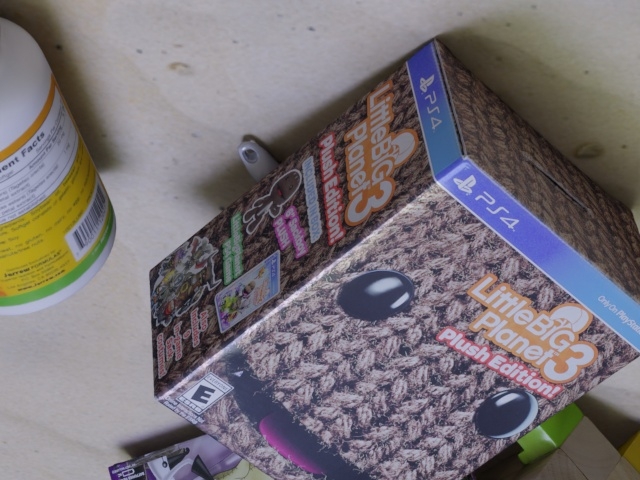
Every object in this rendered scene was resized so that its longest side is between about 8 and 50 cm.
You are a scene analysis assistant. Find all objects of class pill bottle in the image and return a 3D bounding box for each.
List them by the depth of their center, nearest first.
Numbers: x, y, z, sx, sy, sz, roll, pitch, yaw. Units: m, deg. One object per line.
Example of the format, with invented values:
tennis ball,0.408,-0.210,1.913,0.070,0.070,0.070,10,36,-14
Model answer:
pill bottle,-0.242,-0.072,1.334,0.136,0.136,0.245,-3,139,14

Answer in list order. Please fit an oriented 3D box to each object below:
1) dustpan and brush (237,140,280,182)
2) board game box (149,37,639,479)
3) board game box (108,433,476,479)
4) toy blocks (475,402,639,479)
dustpan and brush,0.000,0.000,1.454,0.147,0.060,0.211,-27,137,19
board game box,0.059,0.044,1.363,0.291,0.141,0.232,-39,124,23
board game box,-0.018,0.249,1.647,0.347,0.208,0.056,-22,175,31
toy blocks,0.225,0.330,1.663,0.381,0.191,0.261,48,138,-2
